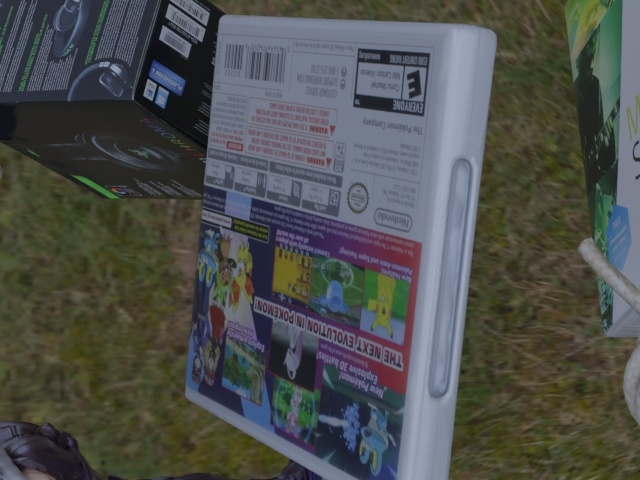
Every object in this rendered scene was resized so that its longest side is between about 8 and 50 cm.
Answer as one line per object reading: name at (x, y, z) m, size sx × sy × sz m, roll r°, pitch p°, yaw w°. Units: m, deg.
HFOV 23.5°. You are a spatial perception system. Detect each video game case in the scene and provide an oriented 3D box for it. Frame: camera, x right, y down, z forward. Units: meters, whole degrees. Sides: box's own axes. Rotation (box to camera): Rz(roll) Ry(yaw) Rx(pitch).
video game case at (0.000, 0.000, 0.641) m, size 0.201 × 0.023 × 0.184 m, roll 17°, pitch 103°, yaw 59°

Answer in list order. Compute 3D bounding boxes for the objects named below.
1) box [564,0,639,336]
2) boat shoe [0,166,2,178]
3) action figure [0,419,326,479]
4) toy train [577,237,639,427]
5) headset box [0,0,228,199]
box at (0.271, -0.108, 1.248) m, size 0.058 × 0.232 × 0.322 m, roll 2°, pitch 68°, yaw -9°
boat shoe at (-0.337, -0.068, 1.505) m, size 0.035 × 0.100 × 0.035 m, roll 22°, pitch 89°, yaw 24°
action figure at (-0.075, 0.134, 0.703) m, size 0.285 × 0.185 × 0.099 m, roll 12°, pitch 103°, yaw -23°
toy train at (0.089, 0.124, 0.329) m, size 0.143 × 0.105 × 0.248 m, roll -39°, pitch 59°, yaw -8°
headset box at (-0.190, -0.141, 1.495) m, size 0.283 × 0.246 × 0.131 m, roll 3°, pitch 71°, yaw 37°
